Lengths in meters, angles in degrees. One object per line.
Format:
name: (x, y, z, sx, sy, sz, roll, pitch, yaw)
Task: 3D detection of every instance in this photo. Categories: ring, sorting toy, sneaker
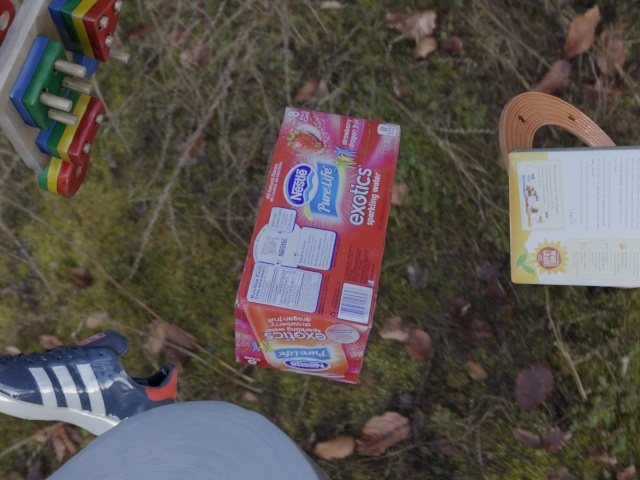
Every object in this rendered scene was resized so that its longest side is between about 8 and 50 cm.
ring: (0.384, -0.076, 1.285, 0.032, 0.337, 0.336, -38, 55, 43)
sorting toy: (-0.168, -0.125, 0.585, 0.046, 0.274, 0.132, 19, 74, 0)
sneaker: (-0.363, 0.182, 1.225, 0.131, 0.350, 0.148, 9, 77, 57)

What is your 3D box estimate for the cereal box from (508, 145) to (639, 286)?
cereal box: (0.357, -0.030, 1.065, 0.240, 0.047, 0.173, 1, 102, 20)

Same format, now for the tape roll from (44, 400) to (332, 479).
tape roll: (-0.078, 0.192, 0.434, 0.219, 0.072, 0.219, -18, 42, 17)

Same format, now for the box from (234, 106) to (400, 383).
box: (0.000, 0.000, 0.881, 0.128, 0.122, 0.256, 10, 55, 1)
